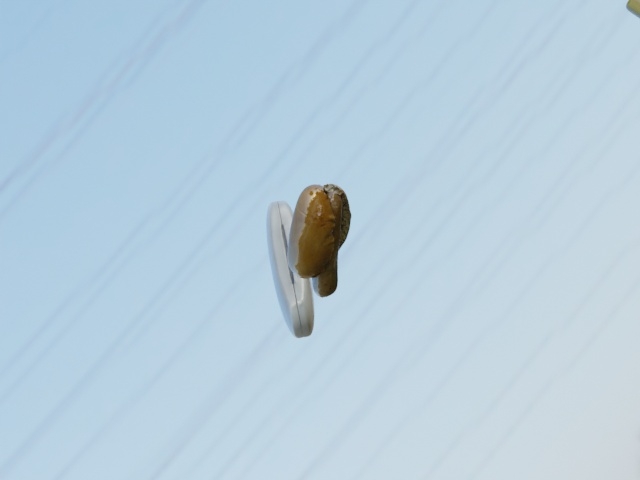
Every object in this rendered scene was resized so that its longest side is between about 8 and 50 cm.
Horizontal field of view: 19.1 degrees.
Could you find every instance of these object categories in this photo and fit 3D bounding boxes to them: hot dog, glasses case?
[{"bbox_3d":[-0.001,0.000,2.270,0.090,0.060,0.140,-16,-55,-61],"label":"hot dog"},{"bbox_3d":[-0.039,0.036,2.460,0.049,0.193,0.074,-12,-33,-1],"label":"glasses case"}]

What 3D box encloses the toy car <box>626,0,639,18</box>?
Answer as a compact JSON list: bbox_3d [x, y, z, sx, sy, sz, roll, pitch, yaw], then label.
[{"bbox_3d":[0.361,-0.160,1.524,0.248,0.200,0.142,34,-81,-31],"label":"toy car"}]
